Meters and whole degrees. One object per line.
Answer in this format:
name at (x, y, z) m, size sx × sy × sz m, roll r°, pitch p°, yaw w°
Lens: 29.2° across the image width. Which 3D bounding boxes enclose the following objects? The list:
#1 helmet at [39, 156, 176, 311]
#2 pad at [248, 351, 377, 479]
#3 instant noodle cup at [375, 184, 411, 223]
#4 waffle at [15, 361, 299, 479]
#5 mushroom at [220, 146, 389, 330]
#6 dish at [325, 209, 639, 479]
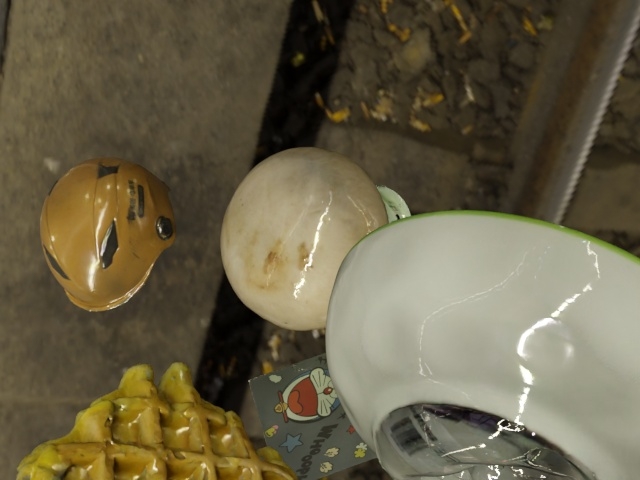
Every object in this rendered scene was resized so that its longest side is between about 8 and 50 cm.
helmet at (-0.311, -0.026, 1.703) m, size 0.198 × 0.224 × 0.130 m, roll -17°, pitch 139°, yaw 26°
pad at (-0.005, 0.271, 1.855) m, size 0.170 × 0.006 × 0.246 m, roll -19°, pitch 126°, yaw -10°
instant noodle cup at (0.023, -0.014, 1.630) m, size 0.168 × 0.185 × 0.169 m, roll -1°, pitch 91°, yaw -37°
waffle at (-0.149, 0.330, 1.327) m, size 0.379 × 0.382 × 0.095 m, roll 45°, pitch 129°, yaw -6°
mushroom at (0.000, 0.000, 1.392) m, size 0.207 × 0.207 × 0.215 m, roll -53°, pitch 152°, yaw 19°
dish at (0.134, 0.134, 0.863) m, size 0.324 × 0.124 × 0.324 m, roll 20°, pitch 145°, yaw 15°
